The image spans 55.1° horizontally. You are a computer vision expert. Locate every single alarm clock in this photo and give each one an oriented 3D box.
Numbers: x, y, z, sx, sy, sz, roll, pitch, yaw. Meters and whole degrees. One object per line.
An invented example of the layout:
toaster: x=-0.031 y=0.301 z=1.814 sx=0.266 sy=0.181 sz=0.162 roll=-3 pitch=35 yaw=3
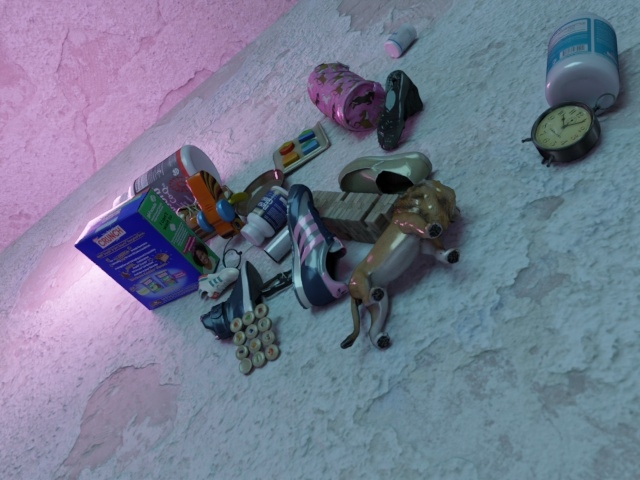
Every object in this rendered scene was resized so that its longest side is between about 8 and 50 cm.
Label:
alarm clock: x=0.525 y=-0.235 z=1.271 sx=0.192 sy=0.064 sz=0.129 roll=-40 pitch=40 yaw=16

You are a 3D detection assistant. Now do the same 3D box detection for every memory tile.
memory tile: x=-0.156 y=0.229 z=1.433 sx=0.113 sy=0.012 sz=0.148 roll=-30 pitch=56 yaw=16

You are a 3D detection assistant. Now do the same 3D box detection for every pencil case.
pencil case: x=0.082 y=-0.467 z=1.972 sx=0.160 sy=0.167 sz=0.386 roll=-8 pitch=28 yaw=-15

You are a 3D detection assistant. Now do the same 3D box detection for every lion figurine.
lion figurine: x=0.151 y=0.038 z=1.279 sx=0.392 sy=0.142 sz=0.240 roll=-44 pitch=24 yaw=2

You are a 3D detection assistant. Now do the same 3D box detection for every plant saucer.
plant saucer: x=-0.186 y=-0.145 z=1.959 sx=0.199 sy=0.036 sz=0.198 roll=-29 pitch=36 yaw=23

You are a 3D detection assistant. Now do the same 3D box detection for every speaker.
speaker: x=-0.090 y=-0.005 z=1.669 sx=0.136 sy=0.055 sz=0.055 roll=-46 pitch=32 yaw=-9

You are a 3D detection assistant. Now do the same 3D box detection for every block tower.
block tower: x=0.074 y=-0.060 z=1.525 sx=0.335 sy=0.097 sz=0.091 roll=7 pitch=54 yaw=52

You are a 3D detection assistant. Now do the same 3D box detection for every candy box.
candy box: x=-0.507 y=0.034 z=1.813 sx=0.268 sy=0.317 sz=0.122 roll=-23 pitch=35 yaw=26

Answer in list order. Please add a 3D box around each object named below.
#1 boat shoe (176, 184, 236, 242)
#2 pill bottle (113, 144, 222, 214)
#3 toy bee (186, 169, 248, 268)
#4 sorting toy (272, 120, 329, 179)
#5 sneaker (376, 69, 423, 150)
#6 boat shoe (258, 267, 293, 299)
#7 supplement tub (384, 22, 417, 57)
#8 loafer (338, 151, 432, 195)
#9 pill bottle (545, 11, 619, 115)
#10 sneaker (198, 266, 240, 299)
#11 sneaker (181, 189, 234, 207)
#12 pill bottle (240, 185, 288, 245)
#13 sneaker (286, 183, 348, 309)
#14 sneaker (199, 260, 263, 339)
boat shoe: x=-0.412 y=-0.056 z=1.991 sx=0.324 sy=0.120 sz=0.122 roll=-46 pitch=52 yaw=-3
pill bottle: x=-0.559 y=-0.172 z=2.235 sx=0.363 sy=0.210 sz=0.210 roll=-31 pitch=32 yaw=17
toy bee: x=-0.302 y=-0.065 z=1.862 sx=0.195 sy=0.298 sz=0.162 roll=-3 pitch=4 yaw=19
sorting toy: x=-0.073 y=-0.307 z=2.046 sx=0.208 sy=0.038 sz=0.193 roll=-35 pitch=32 yaw=10
sneaker: x=0.232 y=-0.356 z=1.750 sx=0.087 sy=0.130 sz=0.227 roll=1 pitch=78 yaw=42
boat shoe: x=-0.101 y=0.102 z=1.561 sx=0.125 sy=0.038 sz=0.046 roll=-34 pitch=32 yaw=11
supplement tub: x=0.277 y=-0.693 z=2.125 sx=0.107 sy=0.071 sz=0.071 roll=-51 pitch=33 yaw=-17
loafer: x=0.149 y=-0.159 z=1.559 sx=0.269 sy=0.102 sz=0.092 roll=-11 pitch=36 yaw=38
pill bottle: x=0.579 y=-0.400 z=1.358 sx=0.146 sy=0.146 sz=0.264 roll=-15 pitch=39 yaw=36
sneaker: x=-0.280 y=0.126 z=1.722 sx=0.161 sy=0.057 sz=0.075 roll=-15 pitch=59 yaw=30
sneaker: x=-0.388 y=-0.118 z=2.107 sx=0.211 sy=0.081 sz=0.080 roll=-29 pitch=31 yaw=16
pill bottle: x=-0.153 y=-0.069 z=1.778 sx=0.094 sy=0.094 sz=0.169 roll=12 pitch=59 yaw=53
sneaker: x=0.000 y=0.000 z=1.455 sx=0.131 sy=0.112 sz=0.318 roll=-16 pitch=67 yaw=20
sneaker: x=-0.232 y=0.157 z=1.586 sx=0.163 sy=0.086 sz=0.226 roll=-28 pitch=34 yaw=15
